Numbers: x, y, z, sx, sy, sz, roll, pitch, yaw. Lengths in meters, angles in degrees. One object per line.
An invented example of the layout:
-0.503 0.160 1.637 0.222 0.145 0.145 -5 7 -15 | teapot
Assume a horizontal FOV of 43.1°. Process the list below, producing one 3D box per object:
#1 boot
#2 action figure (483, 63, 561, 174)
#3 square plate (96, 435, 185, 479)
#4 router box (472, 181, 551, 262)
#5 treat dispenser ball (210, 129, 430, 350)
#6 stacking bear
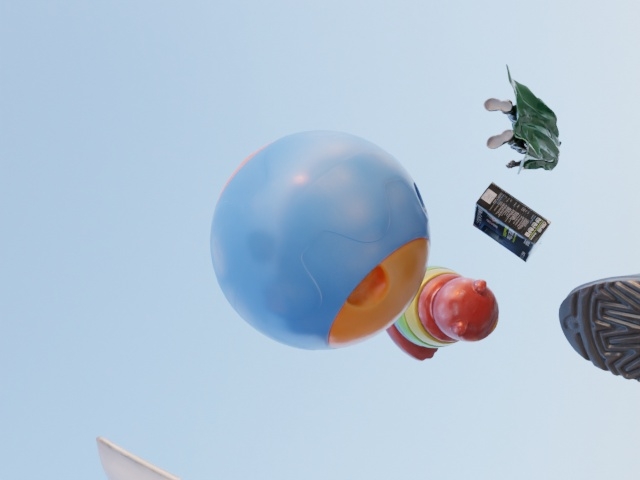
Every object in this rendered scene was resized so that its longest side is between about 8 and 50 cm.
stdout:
0.600 0.048 1.158 0.445 0.367 0.146 -28 -71 -46 | boot
0.280 -0.139 1.084 0.232 0.064 0.137 7 -99 -59 | action figure
-0.029 0.334 0.784 0.049 0.347 0.344 -57 -30 -23 | square plate
0.251 -0.022 1.075 0.038 0.092 0.122 -52 -15 -5 | router box
0.000 0.000 1.062 0.288 0.288 0.288 -9 -79 -53 | treat dispenser ball
0.223 0.123 1.465 0.164 0.289 0.175 35 -101 -10 | stacking bear
